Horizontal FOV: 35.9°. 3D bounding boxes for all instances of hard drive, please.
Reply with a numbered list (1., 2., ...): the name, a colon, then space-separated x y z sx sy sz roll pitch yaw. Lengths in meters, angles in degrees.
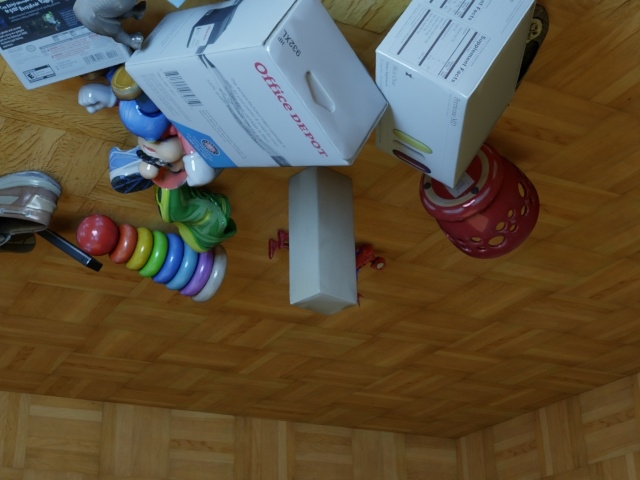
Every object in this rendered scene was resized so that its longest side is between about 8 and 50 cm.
1. hard drive: -0.537 0.018 2.115 0.135 0.022 0.094 32 174 8

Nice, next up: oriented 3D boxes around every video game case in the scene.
1. video game case: -0.395 -0.312 1.438 0.190 0.022 0.173 -11 133 21

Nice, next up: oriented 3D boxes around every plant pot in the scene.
1. plant pot: 0.295 -0.085 1.859 0.191 0.191 0.174 -15 145 27

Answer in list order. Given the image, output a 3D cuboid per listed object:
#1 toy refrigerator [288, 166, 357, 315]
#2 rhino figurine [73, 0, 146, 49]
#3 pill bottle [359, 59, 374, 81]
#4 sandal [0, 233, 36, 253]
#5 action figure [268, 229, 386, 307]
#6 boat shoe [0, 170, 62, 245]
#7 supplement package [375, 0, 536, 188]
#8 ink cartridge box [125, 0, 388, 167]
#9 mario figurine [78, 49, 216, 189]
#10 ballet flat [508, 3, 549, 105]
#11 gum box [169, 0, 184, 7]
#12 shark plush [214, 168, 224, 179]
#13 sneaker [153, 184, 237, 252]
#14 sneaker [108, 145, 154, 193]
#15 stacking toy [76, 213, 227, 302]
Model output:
1. toy refrigerator: 0.000 0.000 1.920 0.102 0.270 0.094 19 148 -40
2. rhino figurine: -0.251 -0.365 1.317 0.106 0.073 0.243 8 138 -33
3. pill bottle: -0.010 -0.221 1.623 0.186 0.112 0.112 -21 149 37
4. sandal: -0.702 -0.009 2.119 0.180 0.072 0.049 13 173 -39
5. action figure: 0.026 0.065 2.239 0.280 0.139 0.091 7 156 -24
6. boat shoe: -0.664 -0.048 1.957 0.324 0.117 0.123 -12 153 22
7. supplement package: 0.190 -0.240 1.432 0.145 0.204 0.262 29 160 15
8. ink cartridge box: -0.093 -0.222 1.407 0.307 0.129 0.223 4 142 45
9. mario figurine: -0.286 -0.176 1.618 0.170 0.198 0.320 -23 148 6
10. ballet flat: 0.304 -0.284 1.566 0.084 0.058 0.250 1 156 -7
11. gum box: -0.189 -0.398 1.223 0.157 0.041 0.184 -41 142 13
12. shark plush: -0.151 -0.179 1.723 0.073 0.067 0.161 36 118 -12
13. sneaker: -0.249 -0.073 1.972 0.123 0.110 0.295 -20 156 6
14. sneaker: -0.287 -0.152 1.811 0.211 0.081 0.080 -12 152 -23
15. stacking toy: -0.372 0.022 2.147 0.330 0.141 0.141 23 147 -30
